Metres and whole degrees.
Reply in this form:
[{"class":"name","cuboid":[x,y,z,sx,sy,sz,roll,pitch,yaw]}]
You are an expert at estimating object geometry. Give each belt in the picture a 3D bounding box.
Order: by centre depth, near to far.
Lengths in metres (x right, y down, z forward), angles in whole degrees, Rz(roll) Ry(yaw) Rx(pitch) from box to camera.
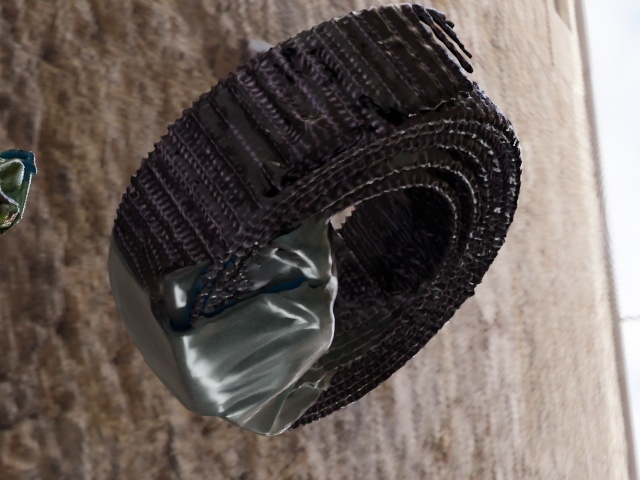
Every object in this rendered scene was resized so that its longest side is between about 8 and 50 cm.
[{"class":"belt","cuboid":[0.000,0.000,0.906,0.260,0.325,0.122,-32,-116,-15]}]

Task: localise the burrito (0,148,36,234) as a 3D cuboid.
[{"class":"burrito","cuboid":[-0.287,-0.029,0.951,0.288,0.104,0.054,-7,-71,32]}]
